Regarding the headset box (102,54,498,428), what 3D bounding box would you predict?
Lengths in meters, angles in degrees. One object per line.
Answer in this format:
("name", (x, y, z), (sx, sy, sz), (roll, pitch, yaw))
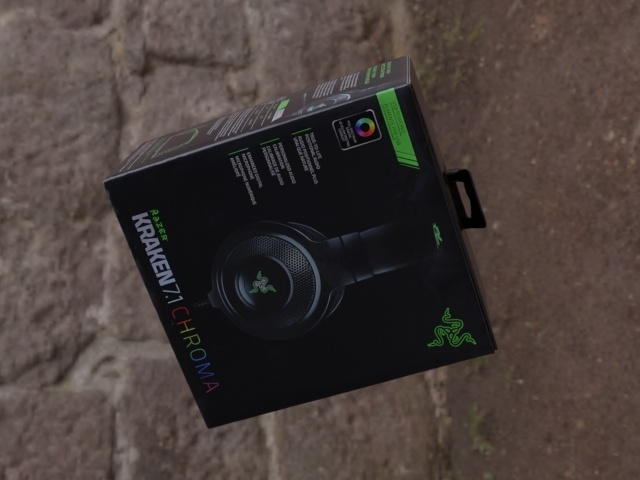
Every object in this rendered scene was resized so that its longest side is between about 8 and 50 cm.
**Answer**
("headset box", (0.000, 0.000, 0.865), (0.131, 0.283, 0.246), (-77, -30, -69))
